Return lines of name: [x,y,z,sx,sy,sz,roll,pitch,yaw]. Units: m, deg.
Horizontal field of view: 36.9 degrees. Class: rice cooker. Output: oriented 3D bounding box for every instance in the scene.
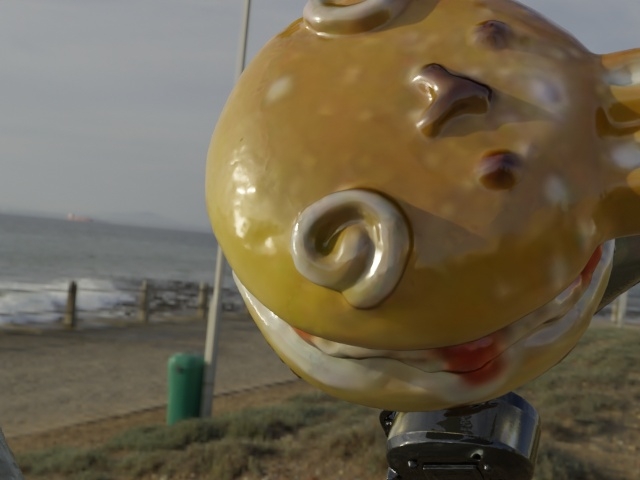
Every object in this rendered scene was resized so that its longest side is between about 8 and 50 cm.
rice cooker: [0.141,0.203,0.975,0.165,0.106,0.112,-11,-48,24]

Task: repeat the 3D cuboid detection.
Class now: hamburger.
hamburger: [0.082,-0.034,0.599,0.303,0.260,0.186,11,-27,11]

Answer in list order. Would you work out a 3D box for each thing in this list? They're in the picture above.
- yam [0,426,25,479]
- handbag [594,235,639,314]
yam: [-0.246,0.216,0.612,0.161,0.161,0.268,5,30,-46]
handbag: [0.361,0.020,1.304,0.182,0.270,0.117,45,28,-8]
